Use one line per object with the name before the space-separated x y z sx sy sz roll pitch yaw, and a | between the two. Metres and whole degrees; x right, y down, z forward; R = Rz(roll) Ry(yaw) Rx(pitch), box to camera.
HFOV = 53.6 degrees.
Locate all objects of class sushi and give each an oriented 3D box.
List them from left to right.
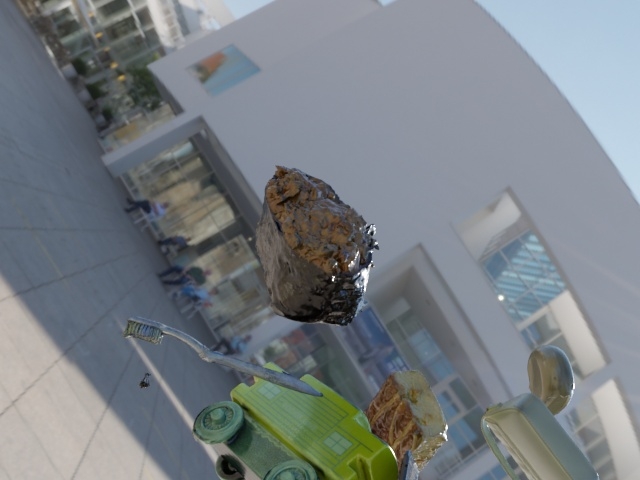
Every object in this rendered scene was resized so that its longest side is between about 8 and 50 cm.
sushi | 0.000 0.000 1.243 0.349 0.234 0.208 -118 -146 -46

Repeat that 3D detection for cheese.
cheese | 0.653 0.386 1.807 0.203 0.090 0.176 -85 178 -51

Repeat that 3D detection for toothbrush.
toothbrush | -0.162 0.221 1.156 0.413 0.042 0.035 26 -27 -26

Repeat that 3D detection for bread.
bread | 0.178 0.456 1.491 0.185 0.114 0.275 65 -35 39

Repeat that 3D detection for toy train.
toy train | -0.052 0.410 1.254 0.442 0.272 0.179 24 -43 45

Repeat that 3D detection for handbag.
handbag | 0.463 0.466 1.398 0.256 0.079 0.219 55 -32 10

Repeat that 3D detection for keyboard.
keyboard | 0.151 0.435 1.110 0.016 0.106 0.262 7 -24 16

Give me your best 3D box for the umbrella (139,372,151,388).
umbrella | -0.472 0.378 1.710 0.083 0.031 0.020 -122 -158 -79
